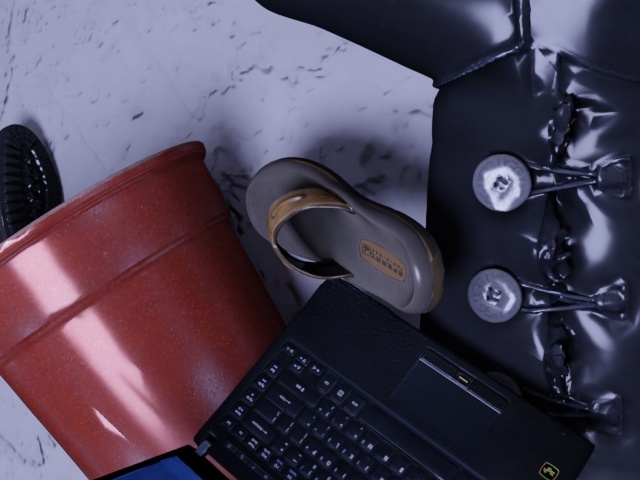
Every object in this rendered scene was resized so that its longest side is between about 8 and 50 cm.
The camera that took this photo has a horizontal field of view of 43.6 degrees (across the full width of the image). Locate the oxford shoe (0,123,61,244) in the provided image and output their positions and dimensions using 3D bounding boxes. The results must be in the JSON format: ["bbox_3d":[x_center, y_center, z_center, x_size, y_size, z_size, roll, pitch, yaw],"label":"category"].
[{"bbox_3d":[-0.334,-0.011,0.863,0.096,0.083,0.227,3,99,29],"label":"oxford shoe"}]

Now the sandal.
[{"bbox_3d":[0.000,0.000,0.596,0.219,0.060,0.089,33,136,45],"label":"sandal"}]

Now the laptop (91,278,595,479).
[{"bbox_3d":[0.000,0.149,0.496,0.234,0.136,0.264,33,74,27],"label":"laptop"}]

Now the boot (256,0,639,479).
[{"bbox_3d":[0.100,-0.033,0.633,0.367,0.146,0.444,9,114,38],"label":"boot"}]

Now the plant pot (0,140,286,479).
[{"bbox_3d":[-0.144,0.098,0.706,0.272,0.272,0.265,-32,93,26],"label":"plant pot"}]
